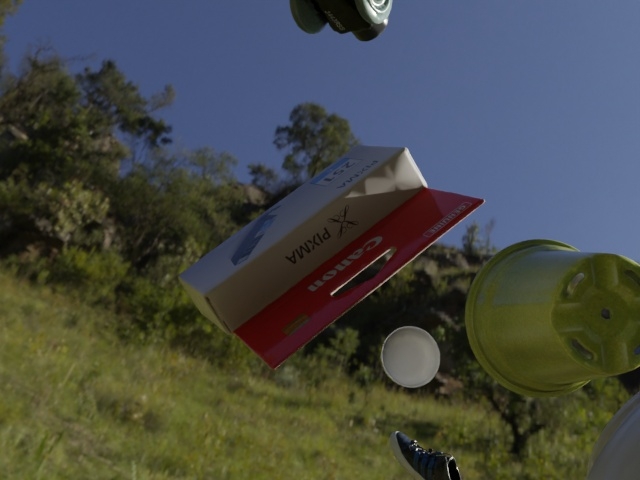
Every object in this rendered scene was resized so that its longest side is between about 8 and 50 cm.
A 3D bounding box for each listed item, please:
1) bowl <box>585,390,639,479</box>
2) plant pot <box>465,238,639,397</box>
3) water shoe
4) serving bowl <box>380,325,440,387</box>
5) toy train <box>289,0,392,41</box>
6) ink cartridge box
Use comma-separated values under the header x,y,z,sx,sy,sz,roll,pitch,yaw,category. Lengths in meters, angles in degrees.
x,y,z,sx,sy,sz,roll,pitch,yaw,category
0.286,0.186,0.618,0.297,0.134,0.298,-10,-62,-19,bowl
0.402,0.120,1.401,0.276,0.276,0.254,23,-10,-5,plant pot
0.210,0.413,1.601,0.080,0.203,0.073,-50,-33,13,water shoe
0.120,0.160,1.194,0.083,0.083,0.027,23,-20,-5,serving bowl
-0.008,-0.386,1.032,0.142,0.190,0.334,0,-26,38,toy train
0.000,0.000,1.002,0.066,0.296,0.261,58,-14,-19,ink cartridge box
